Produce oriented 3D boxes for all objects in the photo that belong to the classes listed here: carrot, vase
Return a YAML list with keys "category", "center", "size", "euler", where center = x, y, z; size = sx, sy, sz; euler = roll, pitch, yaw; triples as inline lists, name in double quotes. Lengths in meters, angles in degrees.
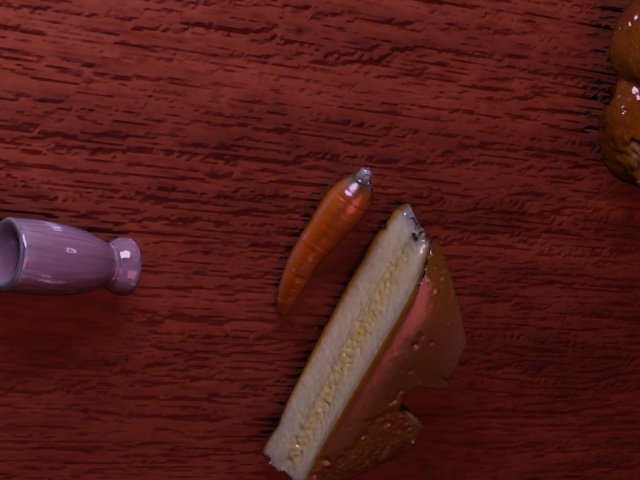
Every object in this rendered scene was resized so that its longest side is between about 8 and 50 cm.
- category: "carrot"
  center: [0.000, 0.000, 1.276]
  size: [0.035, 0.035, 0.142]
  euler: [21, 112, -38]
- category: "vase"
  center: [-0.178, 0.014, 1.163]
  size: [0.101, 0.053, 0.053]
  euler: [7, 113, -38]

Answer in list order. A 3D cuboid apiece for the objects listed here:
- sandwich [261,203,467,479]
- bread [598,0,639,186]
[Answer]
- category: "sandwich"
  center: [0.051, 0.099, 1.325]
  size: [0.088, 0.090, 0.244]
  euler: [21, 105, -35]
- category: "bread"
  center: [0.339, -0.114, 1.344]
  size: [0.232, 0.135, 0.246]
  euler: [-35, 128, -4]
